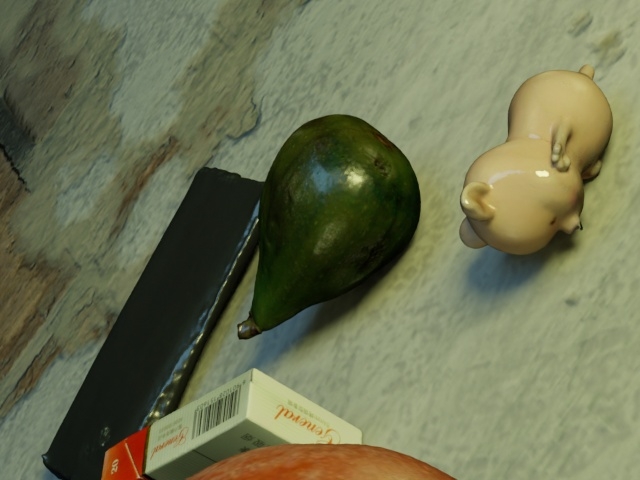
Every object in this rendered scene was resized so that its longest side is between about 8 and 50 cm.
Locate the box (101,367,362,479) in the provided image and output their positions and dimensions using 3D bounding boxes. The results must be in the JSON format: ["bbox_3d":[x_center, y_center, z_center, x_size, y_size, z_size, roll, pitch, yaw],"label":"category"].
[{"bbox_3d":[-0.061,0.148,1.232,0.152,0.100,0.048,-33,36,35],"label":"box"}]

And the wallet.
[{"bbox_3d":[-0.125,0.071,1.464,0.146,0.030,0.285,14,75,62],"label":"wallet"}]

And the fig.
[{"bbox_3d":[0.000,0.000,1.290,0.177,0.117,0.117,-64,27,23],"label":"fig"}]

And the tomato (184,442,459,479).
[{"bbox_3d":[-0.008,0.230,0.940,0.265,0.265,0.265,-35,37,33],"label":"tomato"}]

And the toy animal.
[{"bbox_3d":[0.134,-0.050,1.156,0.089,0.083,0.150,14,55,37],"label":"toy animal"}]
